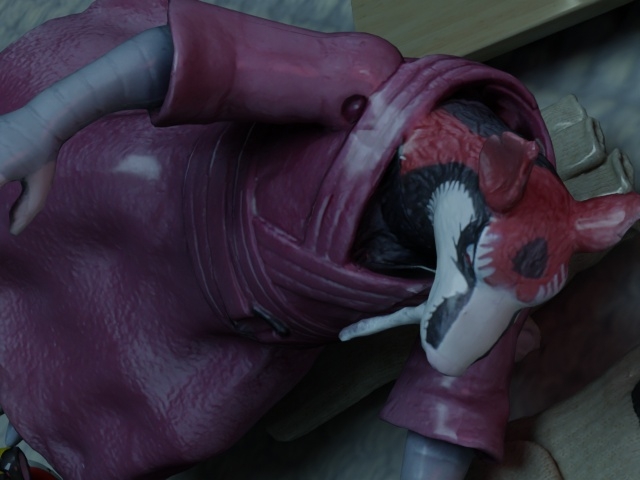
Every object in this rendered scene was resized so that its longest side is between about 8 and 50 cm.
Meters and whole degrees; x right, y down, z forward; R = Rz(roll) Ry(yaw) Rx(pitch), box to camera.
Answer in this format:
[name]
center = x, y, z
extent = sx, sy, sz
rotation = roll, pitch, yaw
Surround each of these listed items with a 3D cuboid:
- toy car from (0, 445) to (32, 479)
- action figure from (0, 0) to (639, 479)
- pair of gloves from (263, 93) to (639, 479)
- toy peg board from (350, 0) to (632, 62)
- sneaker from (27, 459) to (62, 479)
[toy car]
center = -0.135, 0.137, 0.729
extent = 0.225, 0.053, 0.239
rotation = -12, 12, 36
[action figure]
center = 0.000, 0.000, 0.778
extent = 0.370, 0.248, 0.276
rotation = -10, 28, 49
[pair of gloves]
center = 0.067, 0.063, 0.797
extent = 0.204, 0.042, 0.240
rotation = -41, 37, 21
[toy peg board]
center = 0.097, -0.158, 0.911
extent = 0.161, 0.079, 0.160
rotation = -20, 67, 31
[sneaker]
center = -0.172, 0.225, 0.866
extent = 0.145, 0.090, 0.270
rotation = -25, 46, 30
